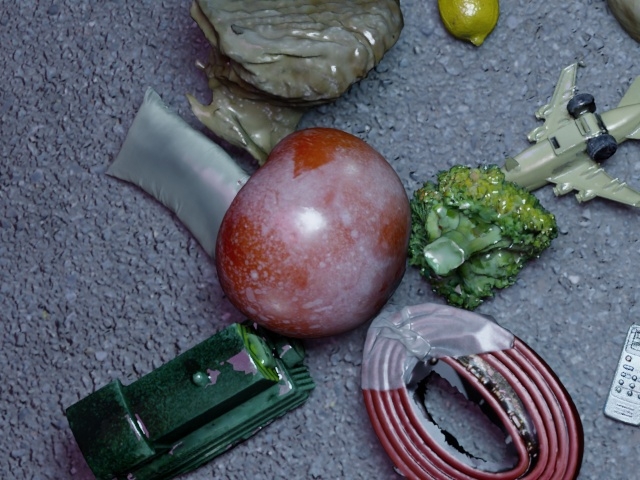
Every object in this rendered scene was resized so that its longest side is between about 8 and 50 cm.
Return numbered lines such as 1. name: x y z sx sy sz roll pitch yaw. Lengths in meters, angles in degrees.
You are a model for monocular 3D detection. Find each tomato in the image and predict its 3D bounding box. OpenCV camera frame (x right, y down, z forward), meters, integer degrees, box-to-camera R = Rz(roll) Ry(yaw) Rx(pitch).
1. tomato: 0.000 0.000 1.674 0.227 0.270 0.270 28 89 10

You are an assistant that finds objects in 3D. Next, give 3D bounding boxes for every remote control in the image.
1. remote control: 0.397 0.169 1.671 0.053 0.018 0.124 18 86 16

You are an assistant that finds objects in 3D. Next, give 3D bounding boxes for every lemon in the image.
1. lemon: 0.198 -0.312 1.772 0.082 0.082 0.110 -14 71 12

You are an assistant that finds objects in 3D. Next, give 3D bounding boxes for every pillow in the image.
1. pillow: -0.185 -0.082 1.831 0.254 0.078 0.144 40 114 17

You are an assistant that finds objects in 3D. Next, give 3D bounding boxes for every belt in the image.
1. belt: 0.181 0.211 1.670 0.324 0.115 0.227 43 92 17

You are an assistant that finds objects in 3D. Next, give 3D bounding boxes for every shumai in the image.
1. shumai: -0.034 -0.228 1.775 0.314 0.262 0.267 -27 54 -36

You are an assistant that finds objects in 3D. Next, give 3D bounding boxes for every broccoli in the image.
1. broccoli: 0.186 0.003 1.658 0.220 0.194 0.194 -11 78 25

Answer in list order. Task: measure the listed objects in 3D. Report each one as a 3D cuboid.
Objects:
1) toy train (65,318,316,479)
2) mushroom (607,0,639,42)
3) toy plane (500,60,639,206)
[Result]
1. toy train: -0.174 0.214 1.729 0.330 0.178 0.138 -31 74 9
2. mushroom: 0.476 -0.328 1.647 0.254 0.189 0.195 37 94 14
3. toy plane: 0.326 -0.122 1.704 0.244 0.092 0.229 -24 60 7
